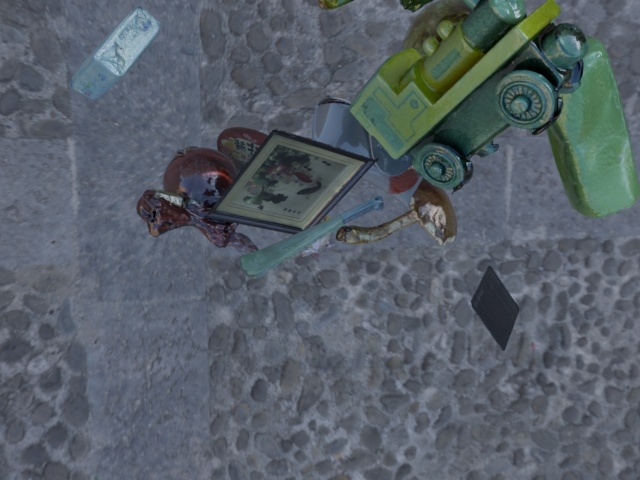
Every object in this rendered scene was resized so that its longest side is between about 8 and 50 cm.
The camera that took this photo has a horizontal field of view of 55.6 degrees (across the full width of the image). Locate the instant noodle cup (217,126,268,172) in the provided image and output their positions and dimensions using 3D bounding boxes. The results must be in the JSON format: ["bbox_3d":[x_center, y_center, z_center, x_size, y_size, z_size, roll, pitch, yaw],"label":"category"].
[{"bbox_3d":[-0.157,-0.167,1.551,0.274,0.274,0.091,29,125,-15],"label":"instant noodle cup"}]

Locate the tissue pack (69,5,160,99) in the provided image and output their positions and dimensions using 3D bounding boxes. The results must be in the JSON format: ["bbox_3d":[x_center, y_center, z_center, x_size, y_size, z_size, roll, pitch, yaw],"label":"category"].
[{"bbox_3d":[-0.496,-0.442,1.461,0.089,0.263,0.177,41,67,-28],"label":"tissue pack"}]

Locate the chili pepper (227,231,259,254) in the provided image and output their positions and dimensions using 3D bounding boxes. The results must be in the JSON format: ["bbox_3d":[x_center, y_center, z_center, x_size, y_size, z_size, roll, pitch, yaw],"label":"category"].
[{"bbox_3d":[-0.174,0.008,1.356,0.041,0.050,0.153,-46,147,8],"label":"chili pepper"}]

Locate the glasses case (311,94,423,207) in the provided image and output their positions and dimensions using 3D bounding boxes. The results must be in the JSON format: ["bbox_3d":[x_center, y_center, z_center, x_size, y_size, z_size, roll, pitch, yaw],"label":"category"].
[{"bbox_3d":[0.114,-0.171,1.215,0.308,0.083,0.128,22,80,-35],"label":"glasses case"}]

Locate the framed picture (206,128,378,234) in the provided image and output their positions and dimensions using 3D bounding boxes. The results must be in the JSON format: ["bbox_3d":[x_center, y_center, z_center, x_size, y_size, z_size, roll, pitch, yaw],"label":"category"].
[{"bbox_3d":[-0.044,-0.078,0.904,0.195,0.010,0.199,11,136,-38],"label":"framed picture"}]

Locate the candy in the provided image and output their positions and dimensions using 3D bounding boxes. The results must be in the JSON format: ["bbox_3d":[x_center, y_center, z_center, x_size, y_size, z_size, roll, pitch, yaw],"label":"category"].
[{"bbox_3d":[0.479,-0.198,1.098,0.132,0.142,0.343,-16,125,24],"label":"candy"}]

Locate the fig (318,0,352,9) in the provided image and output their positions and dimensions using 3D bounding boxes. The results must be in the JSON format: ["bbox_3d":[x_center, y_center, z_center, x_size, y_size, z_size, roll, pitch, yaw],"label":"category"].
[{"bbox_3d":[0.088,-0.385,0.706,0.167,0.233,0.167,6,78,-31],"label":"fig"}]

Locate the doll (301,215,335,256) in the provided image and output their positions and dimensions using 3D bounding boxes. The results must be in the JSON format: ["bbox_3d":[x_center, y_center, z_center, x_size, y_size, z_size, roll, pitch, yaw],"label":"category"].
[{"bbox_3d":[0.000,0.000,1.655,0.084,0.073,0.127,34,84,-2],"label":"doll"}]

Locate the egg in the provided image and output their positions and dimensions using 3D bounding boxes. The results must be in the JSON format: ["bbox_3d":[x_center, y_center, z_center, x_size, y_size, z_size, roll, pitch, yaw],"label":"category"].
[{"bbox_3d":[0.270,-0.334,1.172,0.238,0.238,0.289,-8,59,-11],"label":"egg"}]

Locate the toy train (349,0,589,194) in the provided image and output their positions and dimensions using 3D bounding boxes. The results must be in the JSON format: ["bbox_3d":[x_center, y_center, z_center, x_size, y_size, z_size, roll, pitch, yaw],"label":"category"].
[{"bbox_3d":[0.219,-0.234,0.913,0.237,0.369,0.150,48,58,-1],"label":"toy train"}]

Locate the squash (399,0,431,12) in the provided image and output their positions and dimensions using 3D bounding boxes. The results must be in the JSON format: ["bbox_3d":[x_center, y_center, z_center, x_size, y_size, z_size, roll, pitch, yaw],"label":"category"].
[{"bbox_3d":[0.209,-0.467,0.988,0.077,0.068,0.219,42,126,-8],"label":"squash"}]

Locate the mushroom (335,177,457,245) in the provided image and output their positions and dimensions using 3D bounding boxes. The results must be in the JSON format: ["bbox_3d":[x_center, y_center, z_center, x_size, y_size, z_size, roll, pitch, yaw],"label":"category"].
[{"bbox_3d":[0.226,-0.075,1.681,0.233,0.301,0.208,32,61,-52],"label":"mushroom"}]

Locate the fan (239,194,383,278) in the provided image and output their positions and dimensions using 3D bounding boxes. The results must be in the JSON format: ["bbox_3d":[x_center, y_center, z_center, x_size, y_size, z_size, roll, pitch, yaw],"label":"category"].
[{"bbox_3d":[-0.006,-0.006,0.733,0.193,0.038,0.016,-27,138,-11],"label":"fan"}]

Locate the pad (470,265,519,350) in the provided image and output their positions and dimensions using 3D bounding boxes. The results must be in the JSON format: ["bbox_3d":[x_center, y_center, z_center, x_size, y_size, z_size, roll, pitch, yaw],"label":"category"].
[{"bbox_3d":[0.330,0.124,1.139,0.003,0.157,0.112,-32,97,37],"label":"pad"}]

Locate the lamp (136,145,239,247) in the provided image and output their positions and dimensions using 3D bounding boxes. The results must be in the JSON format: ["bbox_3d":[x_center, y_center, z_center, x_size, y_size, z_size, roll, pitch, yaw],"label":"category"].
[{"bbox_3d":[-0.238,-0.099,1.163,0.215,0.223,0.151,10,114,-24],"label":"lamp"}]
